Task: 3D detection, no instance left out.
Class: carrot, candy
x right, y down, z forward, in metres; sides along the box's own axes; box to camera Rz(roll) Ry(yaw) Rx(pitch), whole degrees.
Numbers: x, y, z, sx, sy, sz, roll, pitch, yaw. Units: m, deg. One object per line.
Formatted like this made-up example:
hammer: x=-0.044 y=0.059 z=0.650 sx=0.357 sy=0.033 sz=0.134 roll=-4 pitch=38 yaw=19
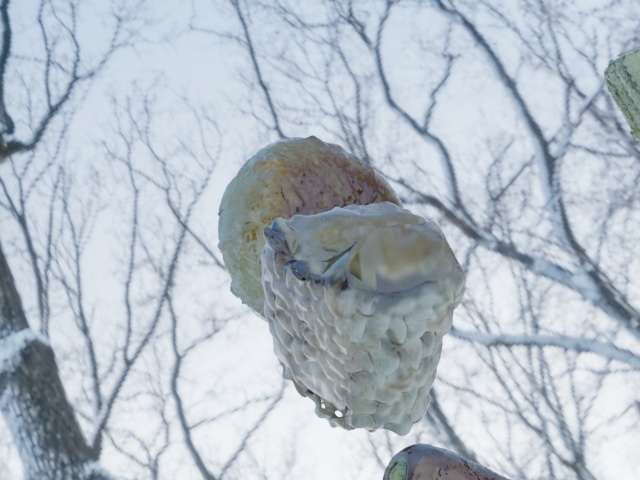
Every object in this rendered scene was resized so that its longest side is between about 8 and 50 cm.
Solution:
carrot: x=0.113 y=0.181 z=0.815 sx=0.161 sy=0.055 sz=0.055 roll=21 pitch=-71 yaw=-32
candy: x=0.018 y=0.034 z=0.556 sx=0.085 sy=0.095 sz=0.110 roll=-10 pitch=-60 yaw=-22

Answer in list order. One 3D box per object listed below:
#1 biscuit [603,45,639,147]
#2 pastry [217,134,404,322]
biscuit: x=0.371 y=-0.138 z=1.059 sx=0.250 sy=0.147 sz=0.046 roll=-28 pitch=-6 yaw=-28
pastry: x=0.000 y=0.000 z=1.081 sx=0.192 sy=0.182 sz=0.093 roll=21 pitch=-31 yaw=-34
